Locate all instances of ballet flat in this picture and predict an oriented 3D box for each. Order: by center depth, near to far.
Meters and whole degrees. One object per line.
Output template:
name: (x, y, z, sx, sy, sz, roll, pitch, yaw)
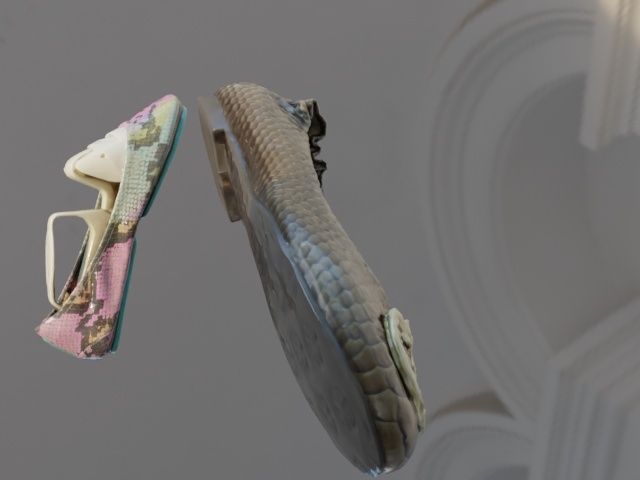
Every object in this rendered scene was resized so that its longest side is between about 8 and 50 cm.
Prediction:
ballet flat: (0.000, 0.000, 0.540, 0.058, 0.250, 0.084, -14, -57, -10)
ballet flat: (-0.170, -0.019, 1.019, 0.079, 0.077, 0.222, 19, -97, -20)
